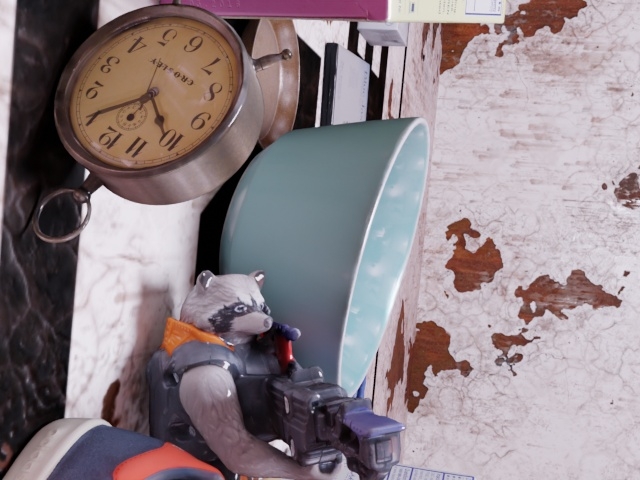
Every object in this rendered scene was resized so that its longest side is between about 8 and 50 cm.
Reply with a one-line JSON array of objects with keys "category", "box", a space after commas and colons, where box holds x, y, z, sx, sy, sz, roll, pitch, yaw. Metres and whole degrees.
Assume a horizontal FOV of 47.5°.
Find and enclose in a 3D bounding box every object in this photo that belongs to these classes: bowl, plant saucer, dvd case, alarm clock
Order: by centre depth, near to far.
[{"category": "alarm clock", "box": [-0.115, -0.073, 0.476, 0.192, 0.129, 0.064, -50, 158, -14]}, {"category": "bowl", "box": [0.000, 0.000, 0.796, 0.311, 0.163, 0.312, 17, 90, -76]}, {"category": "plant saucer", "box": [-0.060, -0.181, 0.816, 0.168, 0.029, 0.168, 7, 90, -76]}, {"category": "dvd case", "box": [0.044, -0.220, 1.217, 0.253, 0.022, 0.180, -22, 117, -74]}]

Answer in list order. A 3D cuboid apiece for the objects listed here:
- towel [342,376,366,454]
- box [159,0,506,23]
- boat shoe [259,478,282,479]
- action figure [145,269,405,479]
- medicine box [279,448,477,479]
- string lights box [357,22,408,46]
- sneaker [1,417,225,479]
[{"category": "towel", "box": [0.036, 0.367, 1.244, 0.209, 0.034, 0.285, -54, 158, -81]}, {"category": "box", "box": [0.022, -0.248, 0.621, 0.243, 0.213, 0.117, -23, 119, -54]}, {"category": "boat shoe", "box": [-0.070, 0.363, 0.932, 0.059, 0.063, 0.170, -59, 160, -65]}, {"category": "action figure", "box": [-0.077, 0.181, 0.576, 0.341, 0.178, 0.330, 154, -60, -67]}, {"category": "medicine box", "box": [0.069, 0.465, 1.036, 0.149, 0.289, 0.264, -46, 139, -68]}, {"category": "string lights box", "box": [0.127, -0.498, 1.322, 0.133, 0.076, 0.260, -5, 100, -76]}, {"category": "sneaker", "box": [-0.151, 0.256, 0.389, 0.131, 0.148, 0.350, 81, 21, -45]}]
